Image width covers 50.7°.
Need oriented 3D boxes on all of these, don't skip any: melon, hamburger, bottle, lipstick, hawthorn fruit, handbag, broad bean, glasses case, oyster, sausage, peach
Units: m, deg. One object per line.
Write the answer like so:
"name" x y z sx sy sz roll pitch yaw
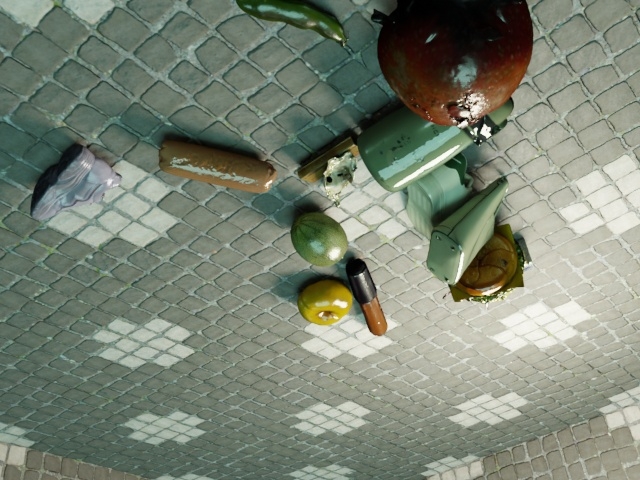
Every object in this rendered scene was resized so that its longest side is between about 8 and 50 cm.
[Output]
"melon" 0.000 0.000 1.834 0.139 0.139 0.192 -30 134 26
"hamburger" 0.461 0.078 1.929 0.262 0.243 0.138 -9 152 15
"bottle" 0.264 -0.255 1.534 0.347 0.168 0.168 -29 137 22
"lipstick" 0.153 0.194 2.154 0.077 0.077 0.418 -13 143 8
"hawthorn fruit" 0.262 -0.373 1.291 0.316 0.315 0.316 -4 142 -3
"handbag" 0.415 -0.038 1.760 0.315 0.109 0.241 -37 151 -24
"broad bean" -0.049 -0.446 1.339 0.255 0.046 0.065 12 151 -24
"glasses case" 0.024 -0.202 1.656 0.170 0.041 0.065 -30 162 27
"oyster" 0.034 -0.157 1.676 0.106 0.061 0.200 0 150 -25
"sausage" -0.246 -0.175 1.620 0.289 0.086 0.086 10 139 -22
"peach" 0.011 0.195 2.112 0.179 0.103 0.179 -8 143 -6

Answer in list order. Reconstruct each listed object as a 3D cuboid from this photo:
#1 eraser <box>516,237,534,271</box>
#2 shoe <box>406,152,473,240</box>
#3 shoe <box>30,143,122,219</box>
"eraser" 0.532 0.074 2.047 0.213 0.091 0.046 -23 140 21
"shoe" 0.323 -0.110 1.775 0.160 0.132 0.363 -40 154 -7
"shoe" -0.596 -0.121 1.631 0.245 0.095 0.138 -38 130 25
